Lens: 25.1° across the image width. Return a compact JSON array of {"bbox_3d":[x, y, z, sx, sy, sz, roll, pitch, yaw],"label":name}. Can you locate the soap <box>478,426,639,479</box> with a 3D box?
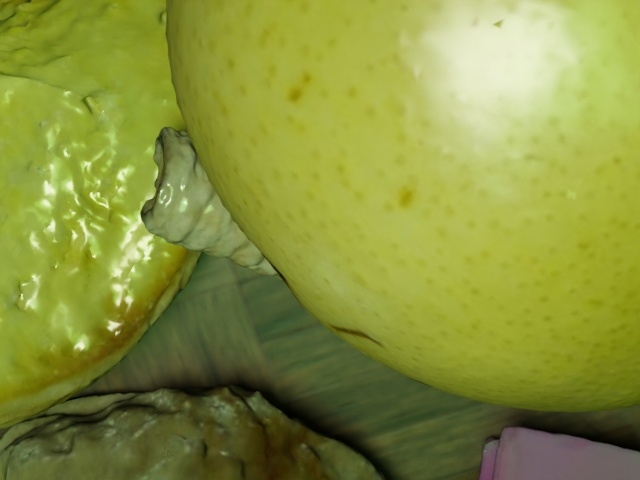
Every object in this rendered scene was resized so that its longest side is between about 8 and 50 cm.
[{"bbox_3d":[0.142,0.219,0.834,0.122,0.065,0.203,11,73,-3],"label":"soap"}]

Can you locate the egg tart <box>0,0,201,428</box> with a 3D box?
[{"bbox_3d":[-0.188,-0.044,0.753,0.315,0.120,0.315,-21,124,-35],"label":"egg tart"}]

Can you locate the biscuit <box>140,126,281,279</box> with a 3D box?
[{"bbox_3d":[0.000,0.000,0.799,0.219,0.055,0.061,20,67,-29],"label":"biscuit"}]

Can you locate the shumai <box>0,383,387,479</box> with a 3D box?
[{"bbox_3d":[-0.066,0.238,0.793,0.314,0.262,0.267,15,105,-4],"label":"shumai"}]

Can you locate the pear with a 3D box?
[{"bbox_3d":[0.107,-0.087,0.662,0.348,0.348,0.348,0,105,1],"label":"pear"}]
